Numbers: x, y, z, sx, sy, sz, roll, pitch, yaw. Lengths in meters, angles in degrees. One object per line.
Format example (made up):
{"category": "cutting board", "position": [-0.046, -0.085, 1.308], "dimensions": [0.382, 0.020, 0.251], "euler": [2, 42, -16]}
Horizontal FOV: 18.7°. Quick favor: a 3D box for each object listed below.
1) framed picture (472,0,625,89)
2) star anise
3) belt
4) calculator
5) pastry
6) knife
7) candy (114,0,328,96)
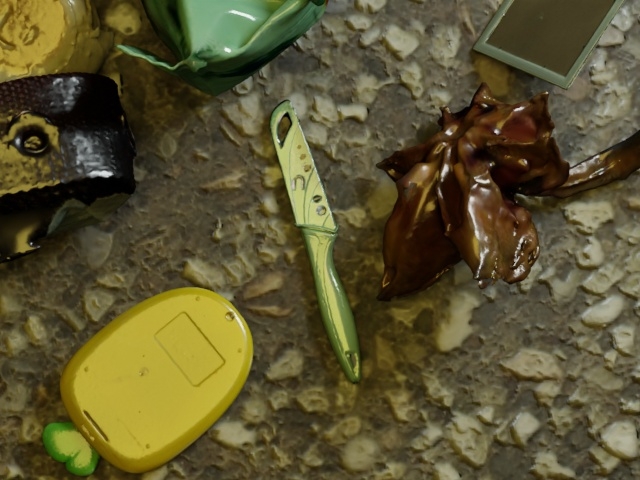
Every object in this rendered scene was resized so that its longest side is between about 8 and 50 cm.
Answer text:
{"category": "framed picture", "position": [0.244, -0.241, 1.897], "dimensions": [0.142, 0.011, 0.183], "euler": [31, 86, 48]}
{"category": "star anise", "position": [0.193, -0.055, 1.856], "dimensions": [0.346, 0.148, 0.237], "euler": [-24, 41, 2]}
{"category": "belt", "position": [-0.319, -0.055, 1.873], "dimensions": [0.289, 0.184, 0.164], "euler": [-14, 76, 3]}
{"category": "calculator", "position": [-0.173, 0.144, 1.923], "dimensions": [0.235, 0.032, 0.146], "euler": [-40, 84, -2]}
{"category": "pastry", "position": [-0.295, -0.207, 1.935], "dimensions": [0.166, 0.088, 0.166], "euler": [0, 88, 5]}
{"category": "knife", "position": [0.000, 0.000, 1.930], "dimensions": [0.043, 0.020, 0.293], "euler": [-18, 83, 4]}
{"category": "candy", "position": [-0.045, -0.320, 1.841], "dimensions": [0.172, 0.263, 0.398], "euler": [24, 87, -1]}
